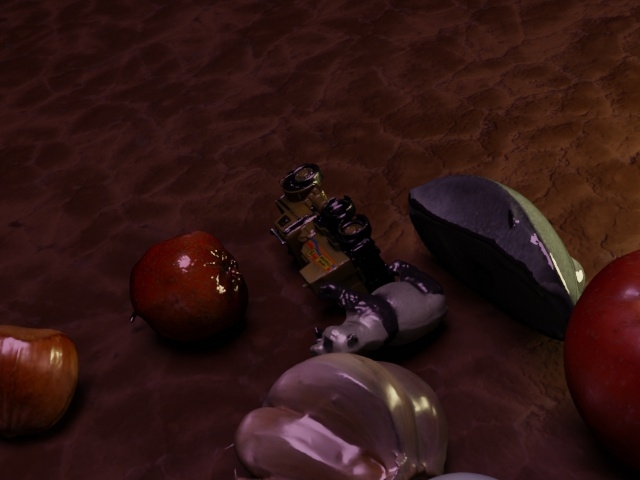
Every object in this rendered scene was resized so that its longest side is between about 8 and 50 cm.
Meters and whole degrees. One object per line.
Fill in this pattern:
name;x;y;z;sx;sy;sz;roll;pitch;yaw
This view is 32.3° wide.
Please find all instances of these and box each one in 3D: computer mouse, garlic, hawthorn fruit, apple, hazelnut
computer mouse;0.256;0.007;1.486;0.114;0.203;0.374;-39;36;-10
garlic;0.025;0.244;1.303;0.292;0.210;0.237;30;87;40
hawthorn fruit;-0.204;0.075;1.586;0.194;0.157;0.157;-23;29;26
apple;0.402;0.138;1.237;0.260;0.217;0.260;-7;36;5
hazelnut;-0.405;0.187;1.492;0.150;0.150;0.150;-8;35;6

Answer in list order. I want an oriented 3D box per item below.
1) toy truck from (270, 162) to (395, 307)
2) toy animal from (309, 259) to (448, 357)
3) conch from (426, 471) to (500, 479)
toy truck;0.003;-0.003;1.647;0.127;0.127;0.257;-32;36;-2
toy animal;0.073;0.104;1.472;0.225;0.094;0.121;-16;29;-41
conch;0.133;0.342;1.118;0.221;0.121;0.185;-34;59;-22
